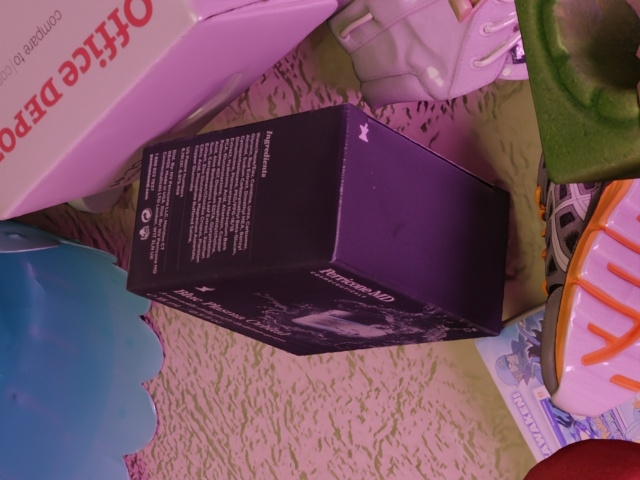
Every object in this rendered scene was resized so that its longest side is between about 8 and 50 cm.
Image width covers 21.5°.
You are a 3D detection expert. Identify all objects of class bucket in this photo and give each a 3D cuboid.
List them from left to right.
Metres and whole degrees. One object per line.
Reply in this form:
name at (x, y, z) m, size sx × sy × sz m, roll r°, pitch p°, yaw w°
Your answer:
bucket at (-0.263, 0.101, 1.157) m, size 0.183 × 0.281 × 0.281 m, roll 23°, pitch 119°, yaw 34°

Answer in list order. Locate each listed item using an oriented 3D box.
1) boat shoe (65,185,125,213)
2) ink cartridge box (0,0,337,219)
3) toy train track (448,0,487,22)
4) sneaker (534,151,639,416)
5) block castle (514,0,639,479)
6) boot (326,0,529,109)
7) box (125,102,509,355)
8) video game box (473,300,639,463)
boat shoe at (-0.181, -0.111, 1.139) m, size 0.083 × 0.065 × 0.183 m, roll 15°, pitch 115°, yaw 34°
ink cartridge box at (-0.160, -0.201, 0.967) m, size 0.226 × 0.131 × 0.306 m, roll -38°, pitch 78°, yaw 41°
toy train track at (0.066, -0.101, 0.560) m, size 0.083 × 0.014 × 0.048 m, roll -46°, pitch 60°, yaw 45°
sneaker at (0.149, -0.012, 0.874) m, size 0.083 × 0.084 × 0.215 m, roll -7°, pitch 60°, yaw 51°
block castle at (0.183, -0.085, 0.664) m, size 0.213 × 0.303 × 0.453 m, roll -19°, pitch 81°, yaw 57°
boot at (0.101, -0.149, 0.902) m, size 0.258 × 0.095 × 0.123 m, roll -15°, pitch 103°, yaw 48°
box at (0.000, 0.000, 0.967) m, size 0.158 × 0.156 × 0.093 m, roll -10°, pitch 67°, yaw 39°
video game box at (0.207, 0.107, 0.932) m, size 0.187 × 0.048 × 0.205 m, roll -29°, pitch 87°, yaw 38°
